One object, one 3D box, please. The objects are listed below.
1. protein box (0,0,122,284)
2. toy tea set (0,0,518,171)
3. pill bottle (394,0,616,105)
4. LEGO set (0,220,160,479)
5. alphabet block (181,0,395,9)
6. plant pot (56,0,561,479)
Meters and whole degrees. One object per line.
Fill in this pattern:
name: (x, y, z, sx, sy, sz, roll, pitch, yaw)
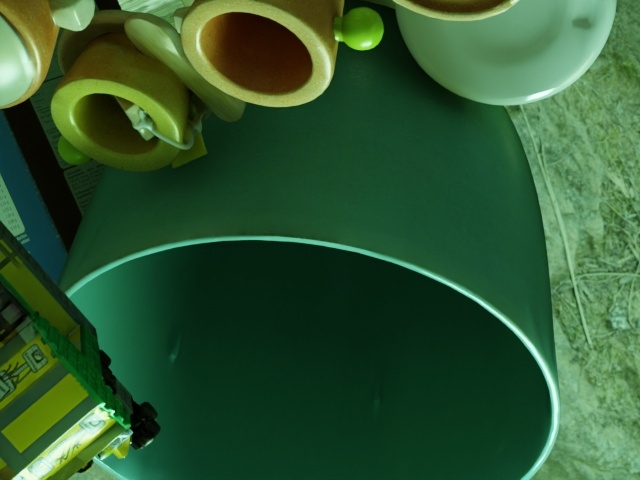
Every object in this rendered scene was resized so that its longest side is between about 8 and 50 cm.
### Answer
protein box: (-0.217, -0.062, 1.213, 0.199, 0.201, 0.136, -22, -177, 42)
toy tea set: (-0.065, -0.104, 0.792, 0.336, 0.200, 0.124, -22, -141, 43)
pill bottle: (0.110, -0.163, 1.041, 0.119, 0.119, 0.208, -23, -164, 17)
LEGO set: (-0.246, 0.027, 0.795, 0.192, 0.331, 0.255, -41, -163, -2)
alphabet block: (0.036, -0.179, 1.267, 0.192, 0.197, 0.193, -25, -177, -40)
plant pot: (0.000, 0.000, 1.073, 0.293, 0.293, 0.235, -22, -138, 33)
